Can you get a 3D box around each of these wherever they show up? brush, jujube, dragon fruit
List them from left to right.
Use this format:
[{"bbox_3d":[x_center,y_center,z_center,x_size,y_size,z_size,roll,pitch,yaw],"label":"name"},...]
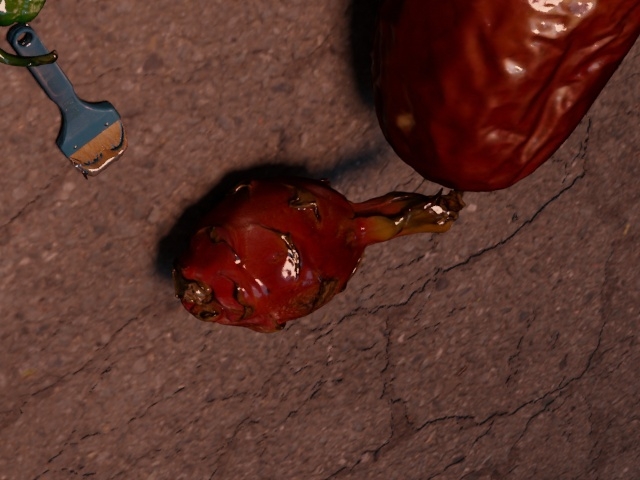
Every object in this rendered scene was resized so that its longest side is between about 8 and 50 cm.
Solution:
[{"bbox_3d":[-0.185,-0.103,1.343,0.051,0.014,0.164,-40,144,-7],"label":"brush"},{"bbox_3d":[0.000,0.000,1.506,0.246,0.125,0.125,-17,136,3],"label":"dragon fruit"},{"bbox_3d":[0.146,-0.187,1.421,0.223,0.223,0.318,-16,140,-33],"label":"jujube"}]

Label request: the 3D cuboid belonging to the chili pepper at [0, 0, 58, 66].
[{"bbox_3d":[-0.165,-0.233,1.176,0.100,0.074,0.257,16,113,-50],"label":"chili pepper"}]
